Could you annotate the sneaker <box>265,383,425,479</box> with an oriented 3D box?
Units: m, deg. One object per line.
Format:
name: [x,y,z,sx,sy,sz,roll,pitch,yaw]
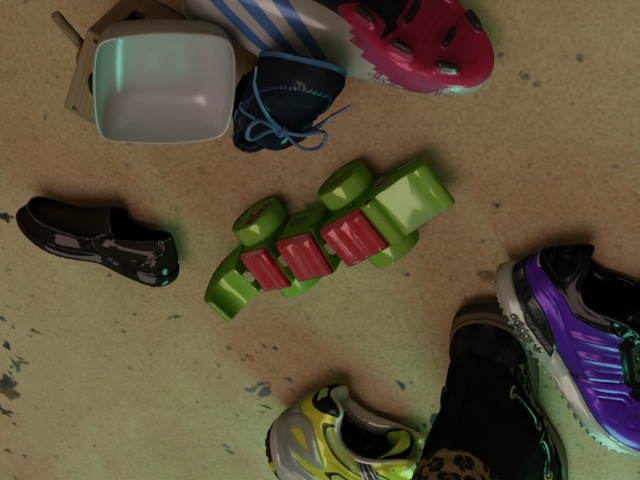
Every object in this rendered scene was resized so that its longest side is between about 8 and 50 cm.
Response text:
sneaker: [0.110,0.337,1.459,0.384,0.145,0.147,33,131,-6]

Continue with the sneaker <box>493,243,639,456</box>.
sneaker: [0.331,0.120,1.231,0.146,0.102,0.293,-29,110,35]

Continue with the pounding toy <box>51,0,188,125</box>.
pounding toy: [-0.226,-0.199,1.193,0.100,0.141,0.130,29,130,0]

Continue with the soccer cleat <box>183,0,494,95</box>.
soccer cleat: [0.012,-0.220,1.118,0.331,0.116,0.143,24,152,1]

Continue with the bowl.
bowl: [-0.158,-0.166,1.116,0.142,0.053,0.142,-1,138,-11]

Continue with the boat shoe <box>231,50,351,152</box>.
boat shoe: [-0.033,-0.129,1.118,0.109,0.089,0.258,15,176,-8]

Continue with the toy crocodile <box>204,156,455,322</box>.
toy crocodile: [0.000,0.000,1.274,0.340,0.105,0.115,-22,115,33]

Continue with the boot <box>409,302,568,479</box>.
boot: [0.198,0.298,1.299,0.138,0.284,0.377,2,127,21]

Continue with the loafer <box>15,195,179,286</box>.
loafer: [-0.276,-0.016,1.402,0.220,0.080,0.078,19,120,2]
